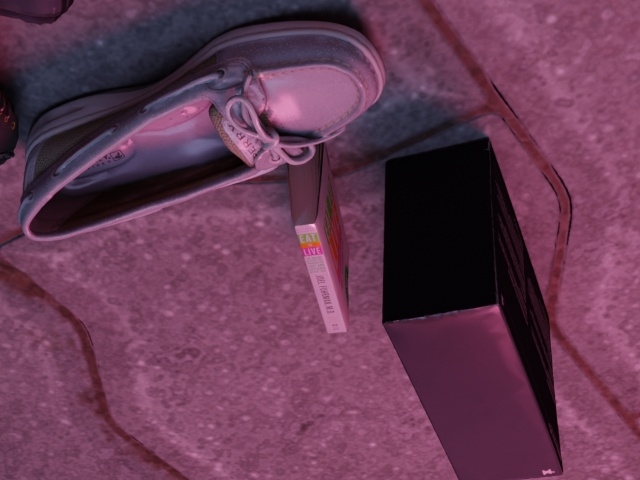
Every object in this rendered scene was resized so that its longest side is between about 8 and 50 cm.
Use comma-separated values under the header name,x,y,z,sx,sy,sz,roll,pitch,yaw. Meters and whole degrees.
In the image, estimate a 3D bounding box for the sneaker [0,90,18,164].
name,x,y,z,sx,sy,sz,roll,pitch,yaw
sneaker,-0.276,-0.130,0.986,0.118,0.083,0.222,-20,154,-48

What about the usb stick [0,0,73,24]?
name,x,y,z,sx,sy,sz,roll,pitch,yaw
usb stick,-0.199,-0.264,0.867,0.077,0.045,0.278,9,138,-6

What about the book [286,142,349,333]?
name,x,y,z,sx,sy,sz,roll,pitch,yaw
book,0.000,0.000,1.123,0.035,0.096,0.144,-7,138,8

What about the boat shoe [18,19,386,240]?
name,x,y,z,sx,sy,sz,roll,pitch,yaw
boat shoe,-0.099,-0.081,1.028,0.320,0.103,0.118,-14,136,17

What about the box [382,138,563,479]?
name,x,y,z,sx,sy,sz,roll,pitch,yaw
box,0.137,0.071,1.136,0.103,0.184,0.261,-13,136,14
